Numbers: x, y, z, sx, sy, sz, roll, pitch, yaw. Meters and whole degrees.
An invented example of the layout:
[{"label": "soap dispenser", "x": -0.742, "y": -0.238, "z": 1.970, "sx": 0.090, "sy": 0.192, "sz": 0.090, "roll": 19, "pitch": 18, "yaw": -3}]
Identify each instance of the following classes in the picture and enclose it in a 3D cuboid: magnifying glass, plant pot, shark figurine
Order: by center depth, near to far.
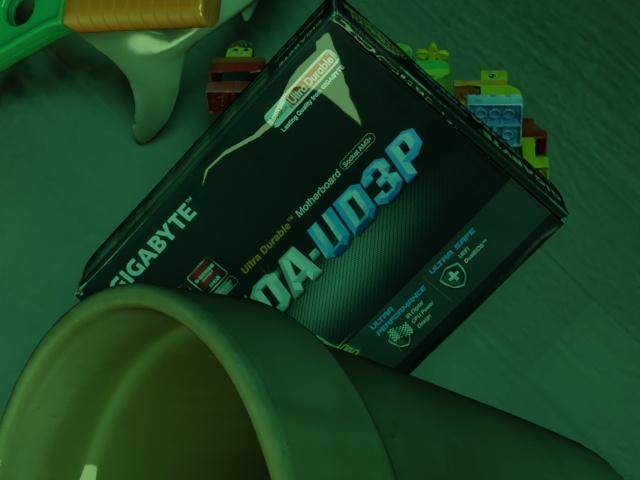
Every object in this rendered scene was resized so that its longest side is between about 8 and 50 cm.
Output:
[{"label": "plant pot", "x": 0.013, "y": 0.189, "z": 0.790, "sx": 0.280, "sy": 0.323, "sz": 0.323, "roll": 5, "pitch": 80, "yaw": -36}, {"label": "magnifying glass", "x": -0.162, "y": -0.132, "z": 0.902, "sx": 0.231, "sy": 0.026, "sz": 0.092, "roll": 1, "pitch": 79, "yaw": 28}, {"label": "shark figurine", "x": -0.026, "y": -0.190, "z": 0.945, "sx": 0.166, "sy": 0.116, "sz": 0.278, "roll": 8, "pitch": 70, "yaw": 30}]

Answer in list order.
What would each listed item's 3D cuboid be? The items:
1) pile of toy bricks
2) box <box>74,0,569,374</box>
[{"label": "pile of toy bricks", "x": 0.030, "y": -0.088, "z": 0.942, "sx": 0.212, "sy": 0.118, "sz": 0.105, "roll": 0, "pitch": 43, "yaw": 5}, {"label": "box", "x": 0.000, "y": 0.000, "z": 0.877, "sx": 0.175, "sy": 0.051, "sz": 0.220, "roll": 40, "pitch": 107, "yaw": -15}]
